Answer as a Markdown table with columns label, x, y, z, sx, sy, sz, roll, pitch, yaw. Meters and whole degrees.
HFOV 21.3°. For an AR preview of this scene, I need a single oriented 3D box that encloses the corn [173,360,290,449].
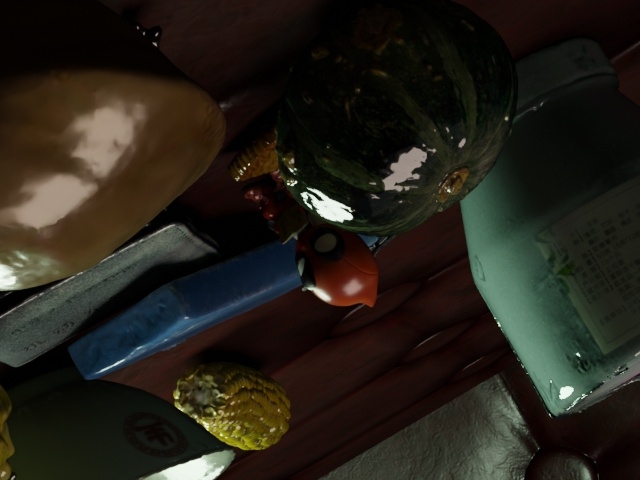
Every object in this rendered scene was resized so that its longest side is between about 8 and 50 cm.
| label | x | y | z | sx | sy | sz | roll | pitch | yaw |
| --- | --- | --- | --- | --- | --- | --- | --- | --- | --- |
| corn | -0.098 | 0.197 | 2.051 | 0.101 | 0.101 | 0.310 | -30 | 164 | 1 |

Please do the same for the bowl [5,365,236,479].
| label | x | y | z | sx | sy | sz | roll | pitch | yaw |
| --- | --- | --- | --- | --- | --- | --- | --- | --- | --- |
| bowl | -0.264 | 0.226 | 1.687 | 0.337 | 0.157 | 0.337 | -28 | 167 | -7 |

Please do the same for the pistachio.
| label | x | y | z | sx | sy | sz | roll | pitch | yaw |
| --- | --- | --- | --- | --- | --- | --- | --- | --- | --- |
| pistachio | -0.155 | -0.049 | 0.932 | 0.212 | 0.163 | 0.260 | 3 | 170 | 6 |

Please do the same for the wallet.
| label | x | y | z | sx | sy | sz | roll | pitch | yaw |
| --- | --- | --- | --- | --- | --- | --- | --- | --- | --- |
| wallet | -0.194 | 0.038 | 1.414 | 0.222 | 0.036 | 0.167 | -30 | 166 | 3 |

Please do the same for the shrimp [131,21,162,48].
| label | x | y | z | sx | sy | sz | roll | pitch | yaw |
| --- | --- | --- | --- | --- | --- | --- | --- | --- | --- |
| shrimp | -0.169 | -0.048 | 1.102 | 0.117 | 0.066 | 0.262 | -22 | 162 | -30 |

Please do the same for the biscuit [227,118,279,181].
| label | x | y | z | sx | sy | sz | roll | pitch | yaw |
| --- | --- | --- | --- | --- | --- | --- | --- | --- | --- |
| biscuit | 0.025 | -0.107 | 1.364 | 0.206 | 0.025 | 0.126 | -21 | 164 | -36 |

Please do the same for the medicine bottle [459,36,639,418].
| label | x | y | z | sx | sy | sz | roll | pitch | yaw |
| --- | --- | --- | --- | --- | --- | --- | --- | --- | --- |
| medicine bottle | 0.246 | -0.016 | 1.584 | 0.245 | 0.290 | 0.245 | -29 | 166 | -8 |

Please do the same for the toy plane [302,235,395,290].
| label | x | y | z | sx | sy | sz | roll | pitch | yaw |
| --- | --- | --- | --- | --- | --- | --- | --- | --- | --- |
| toy plane | 0.046 | -0.003 | 1.726 | 0.197 | 0.053 | 0.078 | -43 | 170 | 30 |

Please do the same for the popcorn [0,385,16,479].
| label | x | y | z | sx | sy | sz | roll | pitch | yaw |
| --- | --- | --- | --- | --- | --- | --- | --- | --- | --- |
| popcorn | -0.340 | 0.186 | 1.336 | 0.218 | 0.169 | 0.189 | -45 | -172 | 5 |

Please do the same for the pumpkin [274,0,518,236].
| label | x | y | z | sx | sy | sz | roll | pitch | yaw |
| --- | --- | --- | --- | --- | --- | --- | --- | --- | --- |
| pumpkin | 0.055 | -0.090 | 1.228 | 0.190 | 0.146 | 0.190 | -49 | 164 | -20 |

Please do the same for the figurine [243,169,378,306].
| label | x | y | z | sx | sy | sz | roll | pitch | yaw |
| --- | --- | --- | --- | --- | --- | --- | --- | --- | --- |
| figurine | 0.000 | 0.000 | 1.454 | 0.068 | 0.140 | 0.075 | -42 | 162 | 29 |

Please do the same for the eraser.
| label | x | y | z | sx | sy | sz | roll | pitch | yaw |
| --- | --- | --- | --- | --- | --- | --- | --- | --- | --- |
| eraser | -0.080 | 0.045 | 1.551 | 0.144 | 0.043 | 0.312 | -30 | 176 | 36 |
